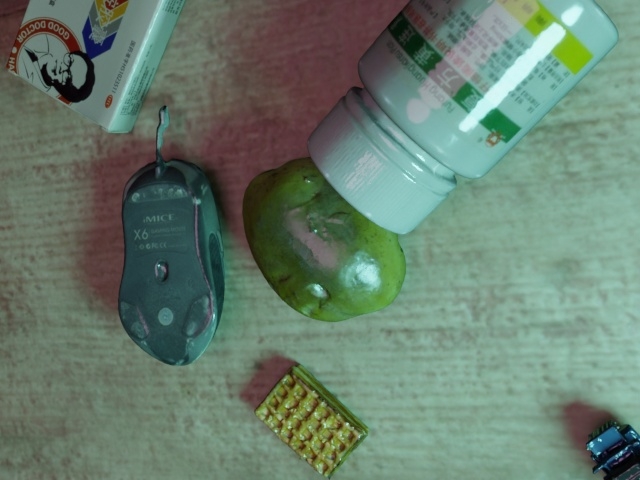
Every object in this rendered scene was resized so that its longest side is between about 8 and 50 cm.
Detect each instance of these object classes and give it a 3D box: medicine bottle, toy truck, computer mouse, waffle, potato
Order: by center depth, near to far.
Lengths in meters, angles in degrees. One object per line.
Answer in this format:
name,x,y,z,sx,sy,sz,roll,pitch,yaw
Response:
medicine bottle,0.155,-0.183,0.948,0.208,0.208,0.340,47,109,10
toy truck,0.407,0.312,0.977,0.074,0.088,0.202,-43,85,17
potato,0.001,-0.002,1.065,0.197,0.148,0.228,-20,89,9
waffle,-0.013,0.261,1.155,0.148,0.042,0.102,40,110,12
computer mouse,-0.211,-0.007,1.178,0.167,0.090,0.379,-1,91,21

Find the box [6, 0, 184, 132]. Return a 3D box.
box,-0.314,-0.364,1.184,0.214,0.069,0.353,31,108,15
